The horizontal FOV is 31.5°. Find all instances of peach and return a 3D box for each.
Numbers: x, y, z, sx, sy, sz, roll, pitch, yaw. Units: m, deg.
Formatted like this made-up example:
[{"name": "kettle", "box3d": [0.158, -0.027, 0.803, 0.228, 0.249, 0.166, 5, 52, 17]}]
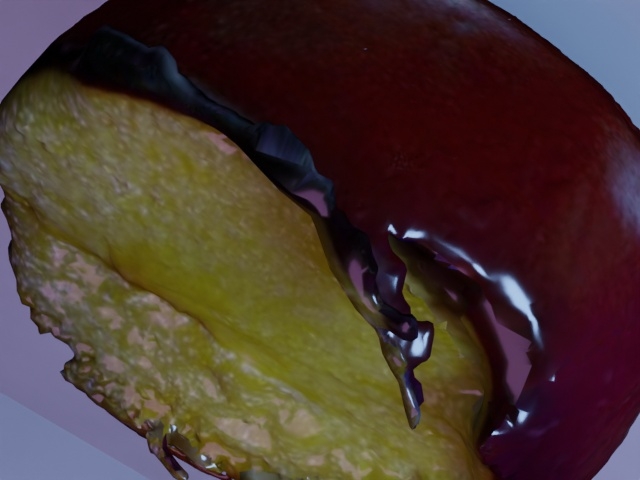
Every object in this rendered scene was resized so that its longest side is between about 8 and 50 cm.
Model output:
[{"name": "peach", "box3d": [0.000, 0.000, 0.720, 0.416, 0.353, 0.339, 14, 138, -22]}]
